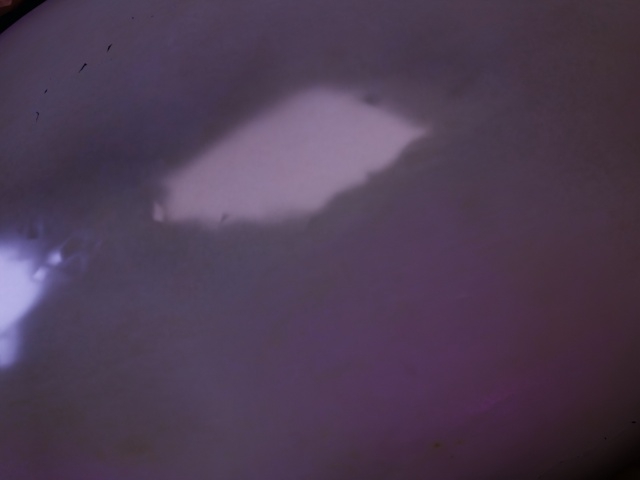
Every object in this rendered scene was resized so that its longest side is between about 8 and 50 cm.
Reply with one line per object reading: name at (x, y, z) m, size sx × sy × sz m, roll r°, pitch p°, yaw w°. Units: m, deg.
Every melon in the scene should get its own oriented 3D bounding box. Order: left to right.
melon at (0.000, 0.000, 0.620) m, size 0.317 × 0.223 × 0.223 m, roll -19°, pitch 67°, yaw 15°

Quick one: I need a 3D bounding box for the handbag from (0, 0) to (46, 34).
handbag at (-0.237, -0.117, 0.787) m, size 0.268 × 0.100 × 0.274 m, roll 15°, pitch 62°, yaw 27°

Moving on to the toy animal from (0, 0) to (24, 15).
toy animal at (-0.048, -0.241, 0.681) m, size 0.216 × 0.191 × 0.338 m, roll -24°, pitch 21°, yaw 50°
